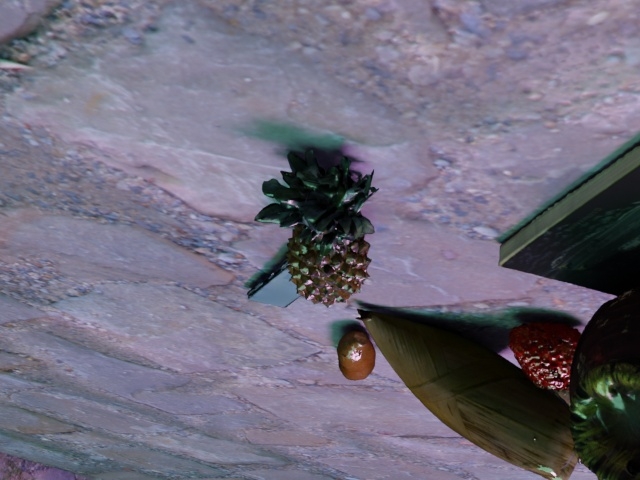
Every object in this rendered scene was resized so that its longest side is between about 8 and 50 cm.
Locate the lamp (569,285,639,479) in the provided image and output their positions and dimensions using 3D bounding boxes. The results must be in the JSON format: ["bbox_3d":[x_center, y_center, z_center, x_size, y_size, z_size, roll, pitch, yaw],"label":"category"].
[{"bbox_3d":[0.336,0.150,0.829,0.247,0.247,0.247,7,156,3],"label":"lamp"}]

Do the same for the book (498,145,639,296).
[{"bbox_3d":[0.388,0.015,0.821,0.374,0.028,0.262,15,154,-13],"label":"book"}]

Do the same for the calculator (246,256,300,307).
[{"bbox_3d":[-0.035,0.046,1.040,0.057,0.018,0.172,18,154,-16],"label":"calculator"}]

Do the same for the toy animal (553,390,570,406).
[{"bbox_3d":[0.302,0.207,1.222,0.086,0.069,0.220,0,165,-32],"label":"toy animal"}]

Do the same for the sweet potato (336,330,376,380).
[{"bbox_3d":[0.048,0.166,1.241,0.056,0.056,0.195,8,160,2],"label":"sweet potato"}]

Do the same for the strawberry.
[{"bbox_3d":[0.265,0.131,1.061,0.096,0.083,0.083,20,154,-15],"label":"strawberry"}]

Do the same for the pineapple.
[{"bbox_3d":[0.000,-0.001,0.847,0.103,0.083,0.221,6,153,4],"label":"pineapple"}]

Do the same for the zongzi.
[{"bbox_3d":[0.179,0.172,1.083,0.256,0.115,0.228,39,175,-33],"label":"zongzi"}]
